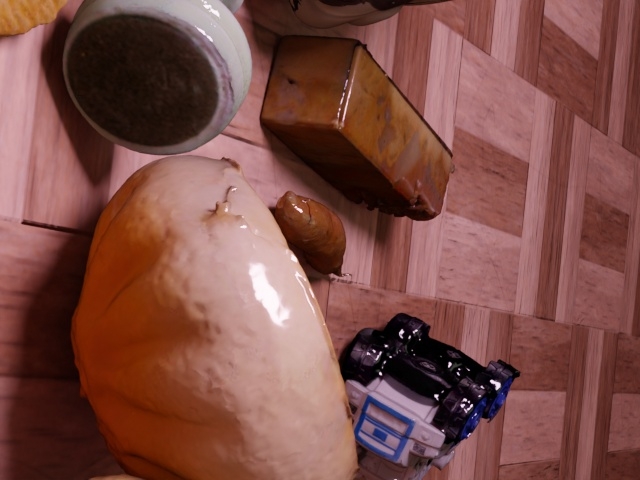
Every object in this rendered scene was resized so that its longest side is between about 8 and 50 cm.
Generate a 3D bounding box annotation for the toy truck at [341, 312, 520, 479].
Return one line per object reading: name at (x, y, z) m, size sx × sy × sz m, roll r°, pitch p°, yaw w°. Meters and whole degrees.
toy truck at (0.103, 0.193, 1.676) m, size 0.213 × 0.161 × 0.177 m, roll -19°, pitch 134°, yaw -63°

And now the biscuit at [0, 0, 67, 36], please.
biscuit at (-0.232, -0.219, 0.975) m, size 0.144 × 0.033 × 0.224 m, roll -62°, pitch 146°, yaw -38°

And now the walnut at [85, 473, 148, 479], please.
walnut at (-0.156, 0.290, 1.012) m, size 0.224 × 0.257 × 0.257 m, roll -124°, pitch -153°, yaw -68°

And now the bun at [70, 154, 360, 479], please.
bun at (-0.098, 0.087, 1.111) m, size 0.165 × 0.299 × 0.299 m, roll -21°, pitch 123°, yaw -15°

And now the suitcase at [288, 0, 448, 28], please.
suitcase at (0.113, -0.306, 1.337) m, size 0.194 × 0.351 × 0.339 m, roll 66°, pitch 31°, yaw -14°

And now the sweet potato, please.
sweet potato at (0.000, 0.000, 1.501) m, size 0.195 × 0.056 × 0.056 m, roll 57°, pitch 44°, yaw -59°

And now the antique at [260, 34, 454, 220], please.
antique at (0.047, -0.104, 1.541) m, size 0.310 × 0.087 × 0.093 m, roll 39°, pitch 61°, yaw -62°

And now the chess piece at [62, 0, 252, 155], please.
chess piece at (-0.102, -0.197, 1.187) m, size 0.272 × 0.139 × 0.139 m, roll -75°, pitch 156°, yaw -49°
